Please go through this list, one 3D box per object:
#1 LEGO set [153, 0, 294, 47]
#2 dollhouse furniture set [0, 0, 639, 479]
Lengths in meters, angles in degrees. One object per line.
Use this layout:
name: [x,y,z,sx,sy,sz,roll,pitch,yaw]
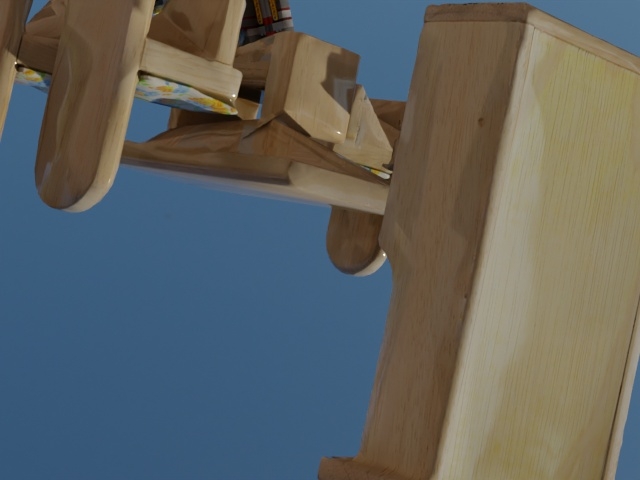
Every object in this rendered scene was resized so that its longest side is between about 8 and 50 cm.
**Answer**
LEGO set: [-0.183,-0.216,1.260,0.255,0.192,0.331,-6,-172,40]
dollhouse furniture set: [0.000,0.000,0.822,0.362,0.257,0.394,14,177,-42]
